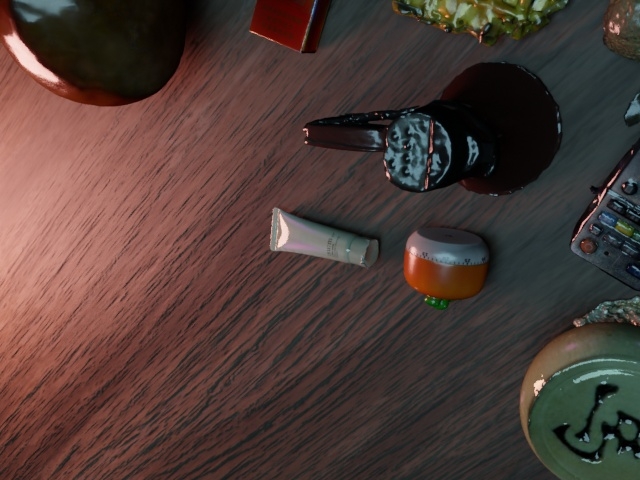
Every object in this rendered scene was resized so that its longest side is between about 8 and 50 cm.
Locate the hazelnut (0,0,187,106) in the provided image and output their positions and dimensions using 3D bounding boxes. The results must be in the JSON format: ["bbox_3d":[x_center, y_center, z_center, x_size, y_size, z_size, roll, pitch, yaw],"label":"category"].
[{"bbox_3d":[-0.386,-0.403,1.272,0.365,0.366,0.366,7,105,28],"label":"hazelnut"}]

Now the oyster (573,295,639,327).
[{"bbox_3d":[0.427,0.119,1.088,0.098,0.037,0.100,44,119,13],"label":"oyster"}]

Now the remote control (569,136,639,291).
[{"bbox_3d":[0.454,-0.109,0.952,0.144,0.062,0.399,34,132,12],"label":"remote control"}]

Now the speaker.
[{"bbox_3d":[0.149,-0.159,1.025,0.259,0.329,0.198,38,118,24],"label":"speaker"}]

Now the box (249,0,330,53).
[{"bbox_3d":[-0.038,-0.398,1.219,0.112,0.048,0.175,29,115,22],"label":"box"}]

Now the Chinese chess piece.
[{"bbox_3d":[0.403,0.235,1.061,0.250,0.101,0.250,6,113,15],"label":"Chinese chess piece"}]

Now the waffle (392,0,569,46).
[{"bbox_3d":[0.214,-0.396,1.071,0.280,0.060,0.262,-23,88,28],"label":"waffle"}]

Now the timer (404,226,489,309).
[{"bbox_3d":[0.190,0.047,1.174,0.136,0.099,0.136,18,120,35],"label":"timer"}]

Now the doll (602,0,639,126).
[{"bbox_3d":[0.485,-0.221,0.948,0.286,0.091,0.203,27,147,33],"label":"doll"}]

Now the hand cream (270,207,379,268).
[{"bbox_3d":[0.000,0.000,1.296,0.205,0.050,0.078,14,108,30],"label":"hand cream"}]
